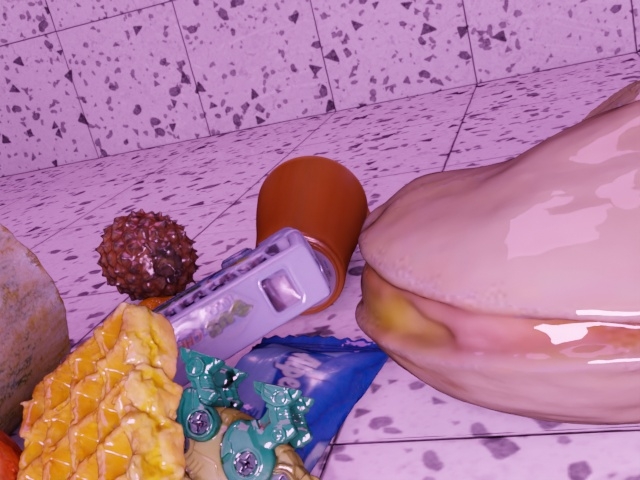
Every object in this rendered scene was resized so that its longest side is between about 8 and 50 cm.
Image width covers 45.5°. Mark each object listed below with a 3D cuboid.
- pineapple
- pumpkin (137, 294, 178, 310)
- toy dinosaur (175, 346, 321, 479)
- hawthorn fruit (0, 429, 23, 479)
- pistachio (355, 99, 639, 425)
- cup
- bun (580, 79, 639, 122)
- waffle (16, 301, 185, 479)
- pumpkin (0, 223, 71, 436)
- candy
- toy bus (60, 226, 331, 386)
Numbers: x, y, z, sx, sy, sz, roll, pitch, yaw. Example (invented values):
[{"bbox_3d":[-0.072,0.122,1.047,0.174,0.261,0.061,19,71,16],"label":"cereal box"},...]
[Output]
[{"bbox_3d":[-0.274,0.030,1.241,0.166,0.166,0.193,-23,21,-25],"label":"pineapple"},{"bbox_3d":[-0.243,0.109,1.186,0.083,0.028,0.050,-9,24,-9],"label":"pumpkin"},{"bbox_3d":[-0.048,0.178,0.604,0.259,0.153,0.094,8,-15,17],"label":"toy dinosaur"},{"bbox_3d":[-0.356,0.198,0.593,0.211,0.299,0.211,-22,29,13],"label":"hawthorn fruit"},{"bbox_3d":[0.249,0.014,0.685,0.445,0.282,0.365,-5,16,14],"label":"pistachio"},{"bbox_3d":[0.000,0.000,1.156,0.226,0.182,0.264,17,27,-4],"label":"cup"},{"bbox_3d":[0.475,-0.116,1.002,0.325,0.235,0.362,-13,11,21],"label":"bun"},{"bbox_3d":[-0.166,0.171,0.575,0.160,0.055,0.211,-43,40,21],"label":"waffle"},{"bbox_3d":[-0.469,0.136,0.855,0.332,0.333,0.199,-10,32,12],"label":"pumpkin"},{"bbox_3d":[-0.056,0.176,0.775,0.186,0.077,0.331,2,25,24],"label":"candy"},{"bbox_3d":[-0.137,0.100,0.901,0.329,0.109,0.136,-31,7,-16],"label":"toy bus"}]
